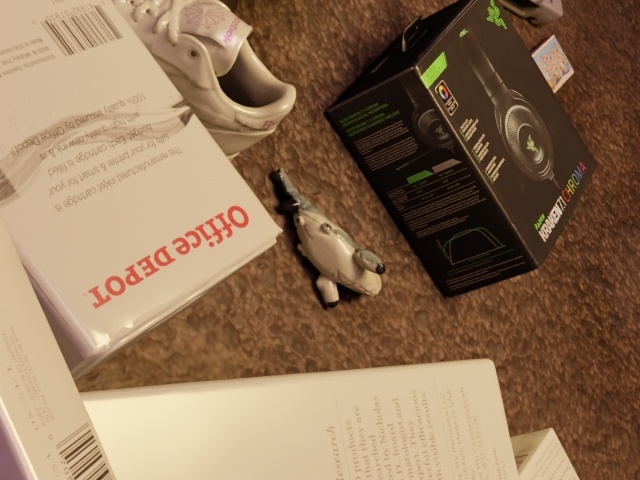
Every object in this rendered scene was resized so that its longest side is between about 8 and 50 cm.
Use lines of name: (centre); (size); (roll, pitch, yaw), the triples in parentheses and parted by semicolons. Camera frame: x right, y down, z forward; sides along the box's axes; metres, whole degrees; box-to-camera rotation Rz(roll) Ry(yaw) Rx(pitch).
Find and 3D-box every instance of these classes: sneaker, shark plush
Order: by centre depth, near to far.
sneaker: (-0.146, -0.194, 1.017); (0.305, 0.152, 0.114); (41, 49, -27)
shark plush: (0.000, 0.000, 1.195); (0.161, 0.073, 0.067); (40, 23, -1)

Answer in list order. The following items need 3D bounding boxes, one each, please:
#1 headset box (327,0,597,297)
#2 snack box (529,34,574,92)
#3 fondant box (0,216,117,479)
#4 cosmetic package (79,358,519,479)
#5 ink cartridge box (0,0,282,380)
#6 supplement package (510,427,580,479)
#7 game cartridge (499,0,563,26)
headset box: (0.167, -0.125, 1.352); (0.283, 0.131, 0.246); (56, 40, -13)
snack box: (0.302, -0.227, 1.636); (0.064, 0.022, 0.178); (58, 41, -10)
fondant box: (-0.270, 0.158, 0.582); (0.096, 0.330, 0.238); (-34, 101, -82)
cosmetic package: (-0.071, 0.194, 0.866); (0.453, 0.230, 0.161); (3, 72, -47)
ink cartridge box: (-0.210, -0.059, 0.858); (0.307, 0.129, 0.223); (54, 39, 1)
supplement package: (0.211, 0.337, 1.191); (0.139, 0.134, 0.244); (-39, 104, -49)
game cartridge: (0.204, -0.455, 1.604); (0.355, 0.068, 0.230); (16, 66, -44)
